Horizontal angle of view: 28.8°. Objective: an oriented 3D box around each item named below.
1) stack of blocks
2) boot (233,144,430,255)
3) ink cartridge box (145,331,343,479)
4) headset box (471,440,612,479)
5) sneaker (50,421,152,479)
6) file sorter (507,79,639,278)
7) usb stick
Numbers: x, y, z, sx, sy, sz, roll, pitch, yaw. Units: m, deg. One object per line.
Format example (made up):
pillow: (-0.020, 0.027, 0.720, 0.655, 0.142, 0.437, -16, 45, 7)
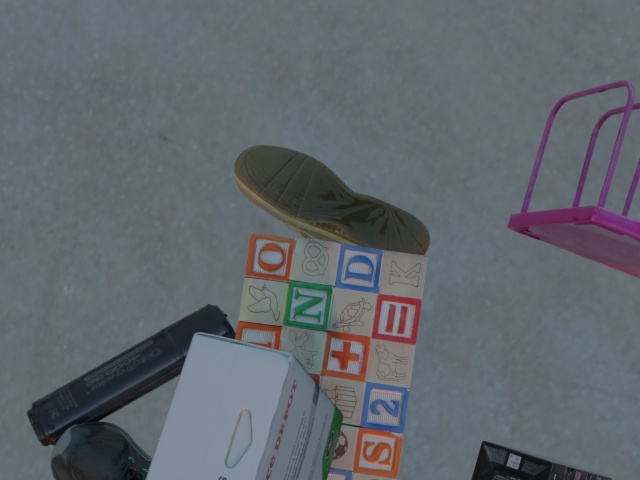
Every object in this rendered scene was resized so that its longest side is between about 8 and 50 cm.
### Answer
stack of blocks: (-0.001, 0.150, 1.210, 0.171, 0.087, 0.297, 7, 88, 3)
boot: (0.000, 0.000, 1.591, 0.262, 0.203, 0.095, 26, 59, 7)
ink cartridge box: (-0.057, 0.178, 1.008, 0.087, 0.208, 0.153, 12, 71, 16)
headset box: (0.155, 0.166, 0.863, 0.083, 0.062, 0.032, 23, 82, -43)
sneaker: (-0.219, 0.305, 1.545, 0.267, 0.106, 0.101, 42, 70, -43)
file sorter: (0.417, -0.055, 1.493, 0.291, 0.202, 0.182, 20, 83, -17)
usb stick: (-0.234, 0.168, 1.567, 0.278, 0.045, 0.077, -29, 41, -10)
